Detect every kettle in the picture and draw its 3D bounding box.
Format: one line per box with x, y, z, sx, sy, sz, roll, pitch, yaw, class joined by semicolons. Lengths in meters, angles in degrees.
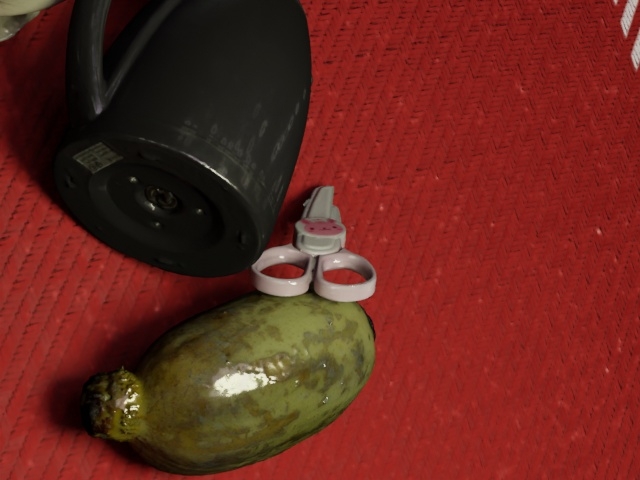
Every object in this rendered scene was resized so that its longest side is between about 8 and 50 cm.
-0.124;-0.156;1.746;0.268;0.207;0.290;41;55;-29;kettle

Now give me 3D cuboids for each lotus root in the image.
-0.079;0.134;1.742;0.309;0.173;0.173;-20;90;-33;lotus root

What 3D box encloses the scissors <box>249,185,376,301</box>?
0.000;0.000;1.818;0.118;0.242;0.030;6;112;3;scissors

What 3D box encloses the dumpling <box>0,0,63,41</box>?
-0.280;-0.271;1.716;0.132;0.162;0.250;29;44;14;dumpling
